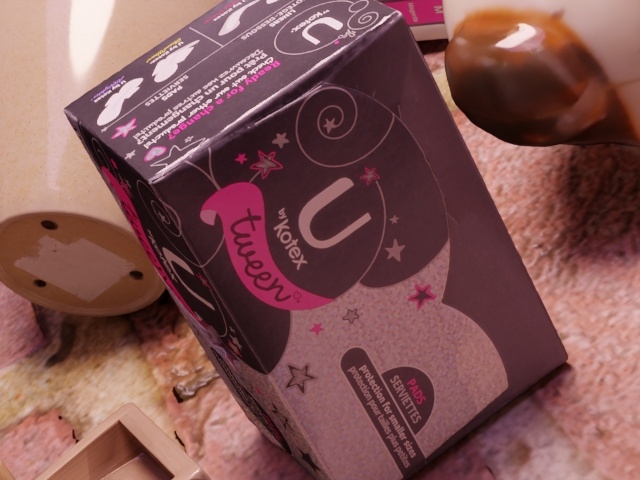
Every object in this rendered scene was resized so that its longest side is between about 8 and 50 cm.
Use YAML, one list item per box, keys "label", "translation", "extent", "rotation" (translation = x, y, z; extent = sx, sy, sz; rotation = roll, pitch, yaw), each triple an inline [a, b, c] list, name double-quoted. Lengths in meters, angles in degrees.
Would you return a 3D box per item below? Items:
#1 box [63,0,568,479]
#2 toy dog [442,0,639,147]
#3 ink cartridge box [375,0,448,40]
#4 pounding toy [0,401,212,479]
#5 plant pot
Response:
- label: "box"
  translation: [0.000, 0.000, 0.977]
  extent: [0.163, 0.247, 0.142]
  rotation: [-36, 30, -12]
- label: "toy dog"
  translation: [0.233, -0.200, 0.999]
  extent: [0.408, 0.395, 0.284]
  rotation: [-46, 29, 42]
- label: "ink cartridge box"
  translation: [0.101, -0.231, 1.400]
  extent: [0.371, 0.069, 0.176]
  rotation: [-3, 39, 27]
- label: "pounding toy"
  translation: [-0.141, 0.185, 0.979]
  extent: [0.181, 0.094, 0.206]
  rotation: [-40, 23, -11]
- label: "plant pot"
  translation: [-0.149, -0.091, 1.279]
  extent: [0.256, 0.256, 0.274]
  rotation: [-12, 51, 26]
